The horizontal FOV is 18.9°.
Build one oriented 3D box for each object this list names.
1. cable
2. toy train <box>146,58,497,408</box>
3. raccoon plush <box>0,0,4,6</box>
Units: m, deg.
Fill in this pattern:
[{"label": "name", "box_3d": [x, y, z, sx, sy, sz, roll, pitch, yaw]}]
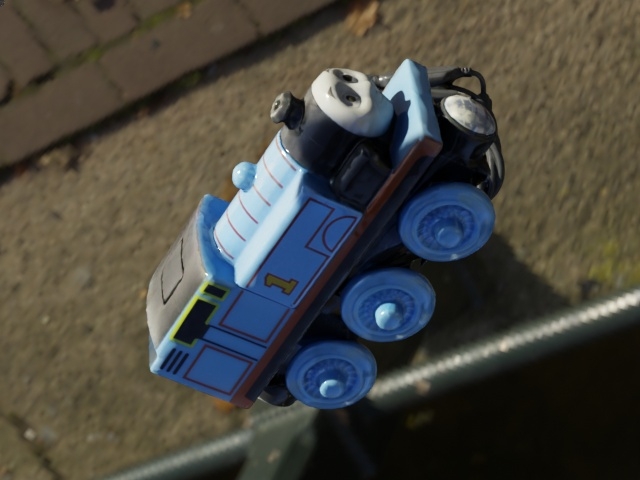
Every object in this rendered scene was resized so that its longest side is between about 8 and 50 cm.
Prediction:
[{"label": "cable", "box_3d": [0.066, -0.074, 1.692, 0.184, 0.047, 0.150, -7, 92, 2]}, {"label": "toy train", "box_3d": [0.000, 0.000, 0.851, 0.105, 0.080, 0.184, 21, 124, -22]}, {"label": "raccoon plush", "box_3d": [-0.123, -0.047, 0.465, 0.299, 0.446, 0.216, -14, 143, -15]}]
